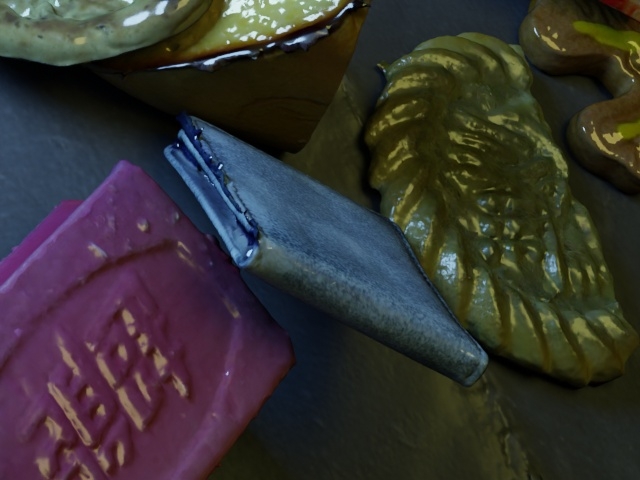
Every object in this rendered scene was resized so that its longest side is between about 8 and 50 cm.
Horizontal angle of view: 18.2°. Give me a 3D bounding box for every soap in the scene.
[{"bbox_3d":[-0.133,0.094,1.050,0.162,0.099,0.250,49,44,-12],"label":"soap"}]

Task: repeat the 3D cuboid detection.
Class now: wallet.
[{"bbox_3d":[-0.001,0.002,1.165,0.167,0.036,0.222,29,12,-25],"label":"wallet"}]

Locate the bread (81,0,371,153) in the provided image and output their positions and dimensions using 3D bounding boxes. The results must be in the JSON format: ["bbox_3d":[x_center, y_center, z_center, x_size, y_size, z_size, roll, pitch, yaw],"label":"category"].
[{"bbox_3d":[-0.050,-0.152,1.220,0.169,0.160,0.140,15,55,-31],"label":"bread"}]

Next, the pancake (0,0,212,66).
[{"bbox_3d":[-0.160,-0.203,1.205,0.235,0.029,0.212,38,67,13],"label":"pancake"}]

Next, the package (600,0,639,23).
[{"bbox_3d":[0.208,-0.359,1.569,0.196,0.123,0.423,26,46,-16],"label":"package"}]

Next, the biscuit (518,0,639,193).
[{"bbox_3d":[0.284,-0.127,1.552,0.295,0.044,0.186,-12,73,-41],"label":"biscuit"}]

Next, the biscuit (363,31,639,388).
[{"bbox_3d":[0.113,-0.026,1.356,0.187,0.036,0.273,-5,66,-40],"label":"biscuit"}]
